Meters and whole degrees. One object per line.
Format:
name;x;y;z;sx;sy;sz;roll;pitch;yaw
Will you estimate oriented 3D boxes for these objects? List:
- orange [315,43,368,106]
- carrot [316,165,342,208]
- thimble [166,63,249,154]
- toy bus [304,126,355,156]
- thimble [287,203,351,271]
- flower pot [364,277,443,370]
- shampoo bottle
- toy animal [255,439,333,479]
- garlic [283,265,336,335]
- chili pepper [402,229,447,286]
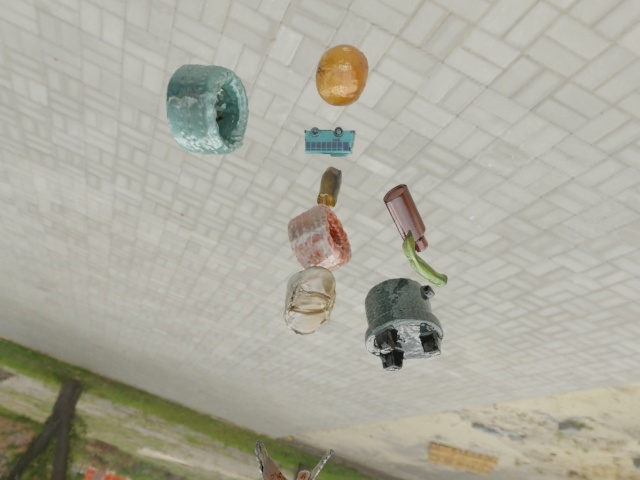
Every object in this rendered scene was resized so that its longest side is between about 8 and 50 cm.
orange;0.063;-0.521;1.746;0.161;0.193;0.193;9;154;-13
carrot;0.035;-0.201;2.066;0.082;0.173;0.082;8;140;7
thimble;-0.278;-0.322;1.393;0.143;0.198;0.235;9;127;20
toy bus;0.032;-0.313;1.761;0.160;0.091;0.079;1;-174;6
thimble;0.000;0.000;1.926;0.162;0.239;0.239;-24;137;16
flower pot;0.310;0.319;2.006;0.299;0.282;0.299;-2;135;-2
shampoo bottle;0.312;-0.070;1.960;0.064;0.102;0.260;25;152;54
toy animal;-0.068;0.725;1.484;0.225;0.284;0.302;-2;134;16
garlic;-0.052;0.178;1.779;0.178;0.229;0.143;16;-165;-38
chili pepper;0.259;0.055;1.414;0.050;0.051;0.201;-23;126;31
